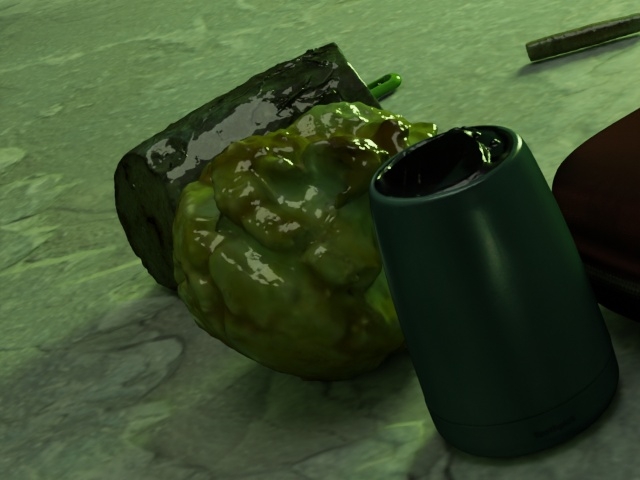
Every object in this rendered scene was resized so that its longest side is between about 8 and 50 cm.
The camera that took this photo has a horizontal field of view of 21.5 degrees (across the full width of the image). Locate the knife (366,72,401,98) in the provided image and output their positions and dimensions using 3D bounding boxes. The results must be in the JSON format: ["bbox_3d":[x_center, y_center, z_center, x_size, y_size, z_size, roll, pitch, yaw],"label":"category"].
[{"bbox_3d":[-0.007,-0.108,1.604,0.212,0.015,0.054,-30,25,-18],"label":"knife"}]

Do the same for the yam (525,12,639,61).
[{"bbox_3d":[0.246,-0.189,1.556,0.116,0.021,0.021,-14,25,18],"label":"yam"}]

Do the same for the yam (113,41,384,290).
[{"bbox_3d":[-0.040,-0.066,1.387,0.254,0.154,0.154,-26,24,-13],"label":"yam"}]

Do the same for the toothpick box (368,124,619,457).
[{"bbox_3d":[0.100,0.027,1.010,0.120,0.184,0.120,-18,24,9],"label":"toothpick box"}]

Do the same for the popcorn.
[{"bbox_3d":[0.000,0.000,1.169,0.204,0.184,0.221,6,20,25],"label":"popcorn"}]

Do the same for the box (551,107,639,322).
[{"bbox_3d":[0.345,-0.065,1.094,0.404,0.108,0.263,-29,24,-18],"label":"box"}]
